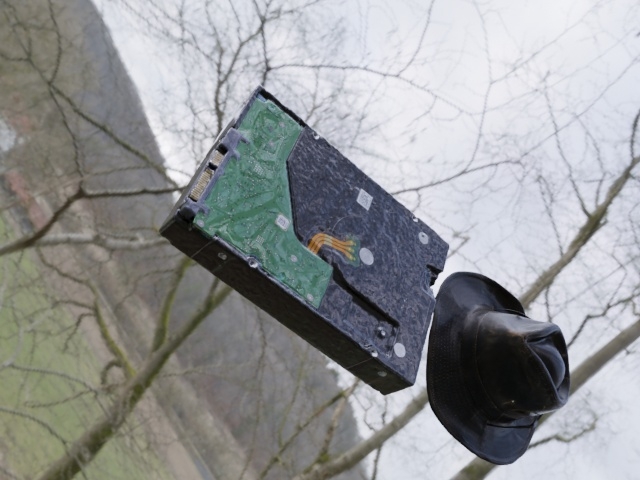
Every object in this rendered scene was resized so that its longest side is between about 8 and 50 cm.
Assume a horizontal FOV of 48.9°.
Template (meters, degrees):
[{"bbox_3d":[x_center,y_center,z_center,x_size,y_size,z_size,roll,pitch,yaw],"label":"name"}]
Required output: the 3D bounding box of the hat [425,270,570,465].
[{"bbox_3d":[0.310,0.194,1.103,0.134,0.331,0.331,-15,-72,45],"label":"hat"}]

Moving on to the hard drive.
[{"bbox_3d":[0.000,0.000,0.850,0.339,0.236,0.064,38,-42,-19],"label":"hard drive"}]
